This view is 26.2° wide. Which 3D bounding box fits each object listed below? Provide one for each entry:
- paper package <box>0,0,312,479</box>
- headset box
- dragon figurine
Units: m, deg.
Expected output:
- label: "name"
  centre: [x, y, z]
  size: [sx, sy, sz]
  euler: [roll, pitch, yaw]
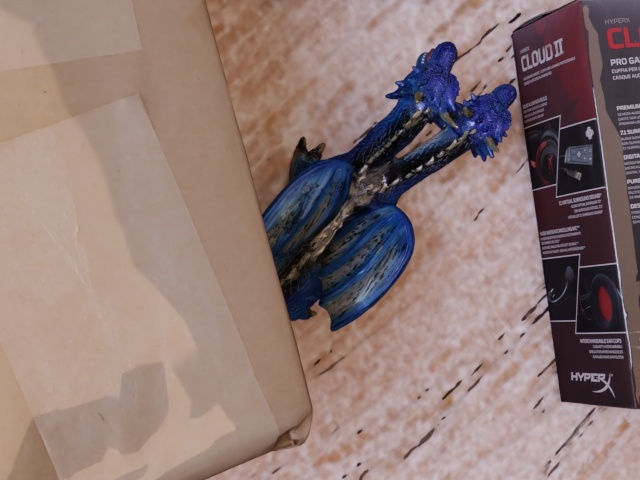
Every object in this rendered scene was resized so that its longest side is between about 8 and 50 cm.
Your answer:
- label: "paper package"
  centre: [-0.160, -0.038, 0.692]
  size: [0.168, 0.309, 0.324]
  euler: [-16, 91, -20]
- label: "headset box"
  centre: [0.260, -0.047, 0.929]
  size: [0.218, 0.110, 0.293]
  euler: [-6, 88, -17]
- label: "dragon figurine"
  centre: [0.000, 0.000, 0.826]
  size: [0.085, 0.144, 0.289]
  euler: [43, 75, -10]
